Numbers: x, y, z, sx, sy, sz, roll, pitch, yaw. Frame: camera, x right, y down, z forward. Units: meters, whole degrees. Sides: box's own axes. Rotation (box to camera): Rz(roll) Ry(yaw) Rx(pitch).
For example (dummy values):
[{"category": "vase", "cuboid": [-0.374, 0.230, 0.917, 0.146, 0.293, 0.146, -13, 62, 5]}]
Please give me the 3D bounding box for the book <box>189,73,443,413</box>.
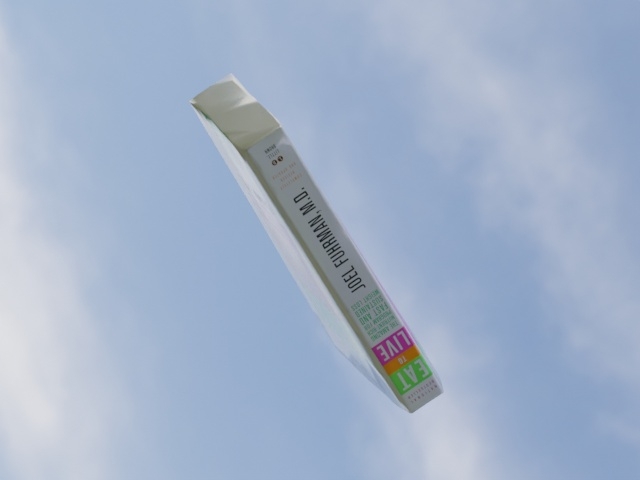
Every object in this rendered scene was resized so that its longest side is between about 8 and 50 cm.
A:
[{"category": "book", "cuboid": [0.000, 0.000, 0.792, 0.144, 0.035, 0.096, 58, -4, -23]}]
